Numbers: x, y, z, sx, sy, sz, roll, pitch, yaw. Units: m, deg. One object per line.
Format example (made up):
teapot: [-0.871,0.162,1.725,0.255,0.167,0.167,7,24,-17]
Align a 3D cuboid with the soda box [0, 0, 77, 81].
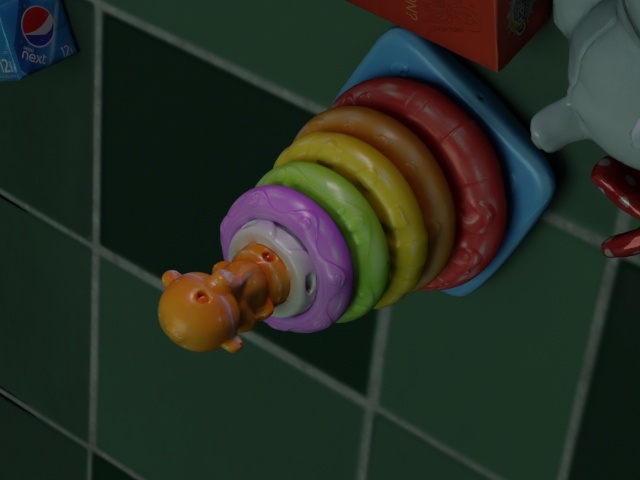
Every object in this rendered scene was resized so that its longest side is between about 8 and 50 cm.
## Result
soda box: [-0.314,-0.179,1.466,0.210,0.071,0.067,1,115,42]

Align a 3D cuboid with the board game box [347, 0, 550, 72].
board game box: [-0.001,-0.268,1.070,0.316,0.064,0.242,29,152,26]

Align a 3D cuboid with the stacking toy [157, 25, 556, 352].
stacking toy: [0.000,0.000,1.116,0.175,0.302,0.166,46,136,10]

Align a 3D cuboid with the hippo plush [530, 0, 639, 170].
hippo plush: [0.237,-0.138,0.912,0.236,0.234,0.294,92,171,-65]

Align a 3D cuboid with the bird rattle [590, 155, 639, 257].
bird rattle: [0.270,0.013,0.967,0.253,0.207,0.143,31,114,13]
